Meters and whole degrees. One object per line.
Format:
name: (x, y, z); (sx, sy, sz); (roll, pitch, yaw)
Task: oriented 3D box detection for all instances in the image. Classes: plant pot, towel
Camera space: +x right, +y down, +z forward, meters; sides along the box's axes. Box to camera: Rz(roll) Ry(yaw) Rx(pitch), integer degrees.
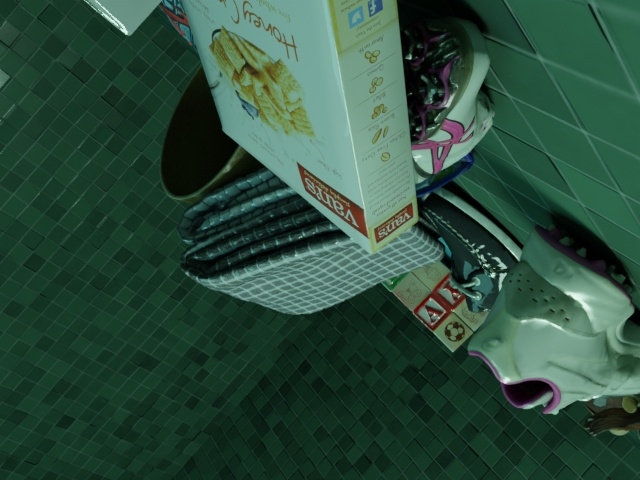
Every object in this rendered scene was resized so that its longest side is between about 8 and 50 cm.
plant pot: (-0.051, -0.119, 1.091); (0.254, 0.237, 0.237); (26, -170, -36)
towel: (0.000, 0.000, 0.983); (0.235, 0.283, 0.121); (29, -133, -55)

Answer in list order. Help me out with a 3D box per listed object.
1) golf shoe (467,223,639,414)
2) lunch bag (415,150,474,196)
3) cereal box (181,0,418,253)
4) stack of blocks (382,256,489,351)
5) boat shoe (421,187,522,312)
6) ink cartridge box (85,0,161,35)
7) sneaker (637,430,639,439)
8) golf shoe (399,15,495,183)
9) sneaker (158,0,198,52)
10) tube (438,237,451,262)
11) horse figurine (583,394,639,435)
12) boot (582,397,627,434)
golf shoe: (0.227, 0.101, 0.728); (0.115, 0.140, 0.306); (41, -179, 44)
lunch bag: (0.041, -0.096, 0.663); (0.151, 0.096, 0.129); (-2, -145, -44)
cereal box: (-0.023, -0.121, 0.444); (0.173, 0.047, 0.240); (41, 157, 36)
stack of blocks: (0.196, 0.063, 1.295); (0.171, 0.087, 0.297); (44, -167, 6)
boat shoe: (0.214, 0.055, 0.955); (0.302, 0.091, 0.114); (42, -177, -21)
ink cartridge box: (-0.181, -0.267, 0.609); (0.176, 0.128, 0.127); (43, -178, 42)
sneaker: (0.476, 0.296, 1.042); (0.115, 0.105, 0.281); (42, -178, 7)
golf shoe: (0.072, -0.087, 0.492); (0.186, 0.085, 0.068); (122, 130, -74)
sneaker: (-0.108, -0.223, 0.729); (0.262, 0.104, 0.125); (43, 179, 41)
tube: (0.174, -0.022, 1.182); (0.207, 0.052, 0.080); (46, 177, 16)
horse figurine: (0.367, 0.196, 0.684); (0.174, 0.066, 0.263); (13, -171, -38)
boot: (0.373, 0.163, 1.189); (0.248, 0.090, 0.207); (48, 172, 49)
